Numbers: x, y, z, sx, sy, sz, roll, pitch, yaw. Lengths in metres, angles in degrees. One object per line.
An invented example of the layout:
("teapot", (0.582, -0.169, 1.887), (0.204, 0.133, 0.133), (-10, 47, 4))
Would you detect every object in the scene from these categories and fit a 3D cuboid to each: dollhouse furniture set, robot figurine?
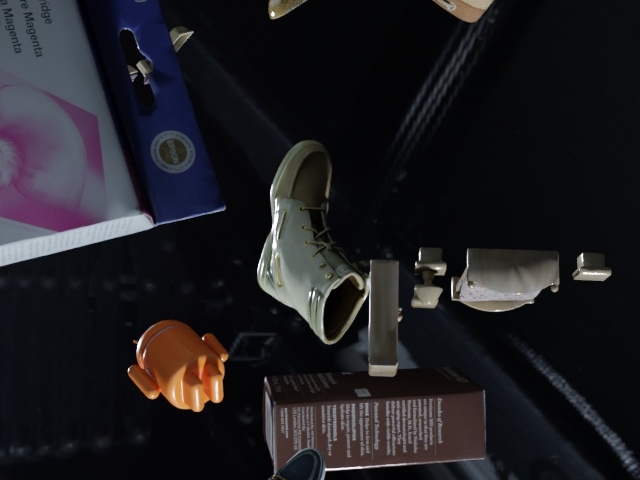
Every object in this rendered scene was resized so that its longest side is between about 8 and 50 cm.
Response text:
("dollhouse furniture set", (0.256, 0.135, 1.469), (0.303, 0.355, 0.174), (82, 11, -74))
("robot figurine", (-0.270, 0.235, 1.722), (0.158, 0.128, 0.219), (-50, -133, -4))
("dollhouse furniture set", (-0.239, -0.270, 1.414), (0.114, 0.091, 0.081), (-37, -93, 39))

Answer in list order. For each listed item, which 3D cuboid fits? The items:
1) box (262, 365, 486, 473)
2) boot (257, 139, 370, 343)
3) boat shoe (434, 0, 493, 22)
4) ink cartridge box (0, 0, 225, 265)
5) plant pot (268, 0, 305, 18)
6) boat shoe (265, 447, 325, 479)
("box", (0.092, 0.322, 1.648), (0.191, 0.381, 0.143), (-151, -120, -80))
("boot", (0.000, 0.000, 1.094), (0.165, 0.077, 0.213), (39, -59, 50))
("boat shoe", (0.099, -0.388, 1.143), (0.324, 0.123, 0.116), (44, -47, 25))
("ink cartridge box", (-0.277, -0.147, 0.800), (0.324, 0.330, 0.071), (71, -22, 9))
("plant pot", (-0.009, -0.495, 1.655), (0.236, 0.032, 0.236), (-35, -158, 16))
("boat shoe", (-0.058, 0.353, 1.251), (0.065, 0.183, 0.083), (24, -31, 28))
